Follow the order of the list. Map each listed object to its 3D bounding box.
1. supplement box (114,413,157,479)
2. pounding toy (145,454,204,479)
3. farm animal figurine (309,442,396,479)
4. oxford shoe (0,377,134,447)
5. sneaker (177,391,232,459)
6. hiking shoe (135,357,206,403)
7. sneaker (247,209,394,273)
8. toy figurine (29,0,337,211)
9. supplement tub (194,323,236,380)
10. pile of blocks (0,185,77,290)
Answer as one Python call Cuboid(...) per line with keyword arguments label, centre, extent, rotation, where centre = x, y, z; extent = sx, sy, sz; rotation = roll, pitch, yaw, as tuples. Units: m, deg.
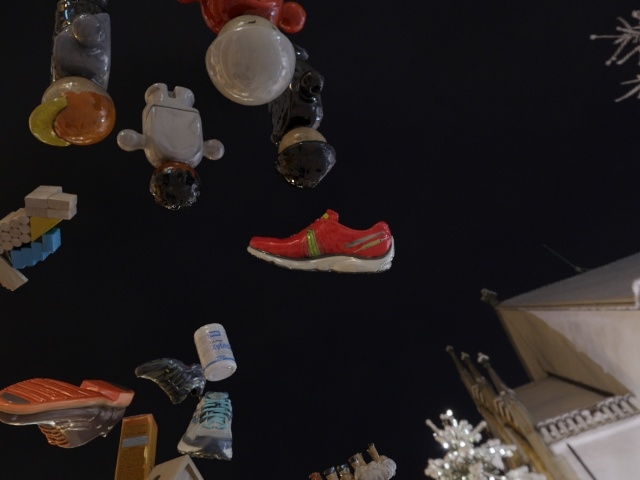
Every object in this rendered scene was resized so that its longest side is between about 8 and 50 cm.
Cuboid(label="supplement box", centre=(-0.441, 0.543, 1.098), extent=(0.080, 0.233, 0.078), rotation=(-6, -47, -11))
Cuboid(label="pounding toy", centre=(-0.248, 0.451, 0.774), extent=(0.100, 0.141, 0.130), rotation=(-25, -81, 13))
Cuboid(label="farm animal figurine", centre=(0.025, 0.699, 1.189), extent=(0.327, 0.172, 0.330), rotation=(-15, -32, -29))
Cuboid(label="oxford shoe", centre=(-0.519, 0.366, 0.949), extent=(0.130, 0.363, 0.132), rotation=(15, -105, 16))
Cuboid(label="sneaker", centre=(-0.245, 0.395, 1.013), extent=(0.110, 0.283, 0.122), rotation=(15, -103, -14))
Cuboid(label="hiking shoe", centre=(-0.427, 0.411, 1.339), extent=(0.227, 0.114, 0.086), rotation=(22, -40, -40))
Cuboid(label="sneaker", centre=(0.000, 0.000, 0.874), extent=(0.279, 0.107, 0.118), rotation=(2, -94, 13))
Cuboid(label="toy figurine", centre=(-0.101, -0.121, 0.394), extent=(0.210, 0.213, 0.148), rotation=(-14, -110, 7))
Cuboid(label="supplement tub", centre=(-0.231, 0.245, 1.010), extent=(0.071, 0.107, 0.071), rotation=(-19, -35, -14))
Cuboid(label="pile of blocks", centre=(-0.655, 0.005, 0.994), extent=(0.362, 0.112, 0.149), rotation=(-29, -65, 5))
